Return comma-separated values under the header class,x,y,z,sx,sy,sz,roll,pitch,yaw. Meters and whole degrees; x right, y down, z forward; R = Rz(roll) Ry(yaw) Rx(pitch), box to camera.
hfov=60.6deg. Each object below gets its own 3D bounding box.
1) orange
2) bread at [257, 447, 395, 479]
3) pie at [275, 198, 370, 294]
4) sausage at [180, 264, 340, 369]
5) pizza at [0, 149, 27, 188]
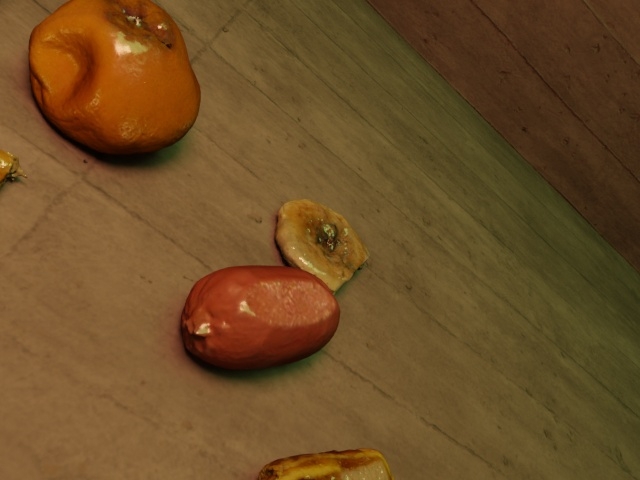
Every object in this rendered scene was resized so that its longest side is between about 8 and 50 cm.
class,x,y,z,sx,sy,sz,roll,pitch,yaw
orange,-0.277,-0.249,0.788,0.248,0.183,0.249,27,44,-29
bread,0.014,0.347,0.661,0.222,0.096,0.182,8,56,-45
pie,-0.002,0.002,0.983,0.185,0.052,0.218,44,33,-1
sausage,-0.075,0.101,0.746,0.254,0.148,0.148,-2,61,-45
pizza,-0.426,-0.038,0.544,0.292,0.058,0.197,-15,72,-52
